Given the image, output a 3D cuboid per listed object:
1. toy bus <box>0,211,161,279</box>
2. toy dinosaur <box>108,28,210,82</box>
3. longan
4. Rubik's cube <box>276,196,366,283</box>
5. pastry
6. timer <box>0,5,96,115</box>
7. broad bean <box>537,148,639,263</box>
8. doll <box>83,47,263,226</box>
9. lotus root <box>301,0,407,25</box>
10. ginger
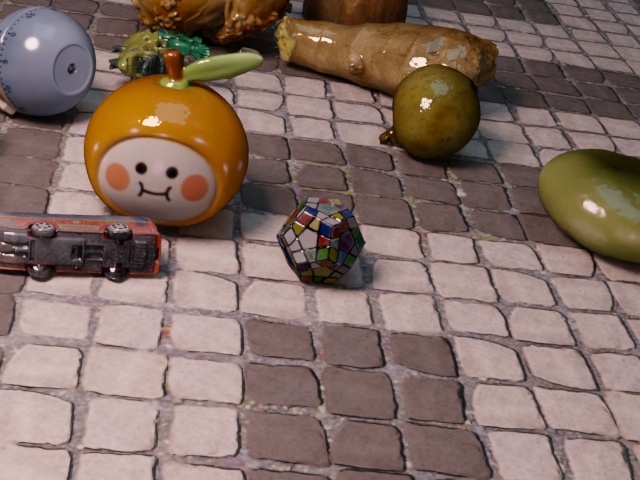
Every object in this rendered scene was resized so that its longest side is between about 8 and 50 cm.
[{"bbox_3d":[-0.286,0.002,1.305,0.192,0.065,0.077,2,24,-17],"label":"toy bus"},{"bbox_3d":[-0.260,-0.306,1.826,0.153,0.094,0.259,11,21,-8],"label":"toy dinosaur"},{"bbox_3d":[0.167,-0.196,1.735,0.176,0.145,0.154,-22,0,21],"label":"longan"},{"bbox_3d":[0.000,0.000,1.375,0.111,0.111,0.093,23,4,19],"label":"Rubik's cube"},{"bbox_3d":[-0.192,-0.441,1.971,0.315,0.184,0.284,-6,20,-25],"label":"pastry"},{"bbox_3d":[-0.451,-0.254,1.633,0.255,0.175,0.175,-8,22,24],"label":"timer"},{"bbox_3d":[0.448,-0.046,1.583,0.291,0.119,0.238,26,33,25],"label":"broad bean"},{"bbox_3d":[-0.190,-0.144,1.412,0.213,0.236,0.213,10,24,-5],"label":"doll"},{"bbox_3d":[0.074,-0.504,2.186,0.188,0.180,0.199,-23,45,-39],"label":"lotus root"},{"bbox_3d":[0.122,-0.345,1.942,0.375,0.166,0.236,28,49,15],"label":"ginger"}]
